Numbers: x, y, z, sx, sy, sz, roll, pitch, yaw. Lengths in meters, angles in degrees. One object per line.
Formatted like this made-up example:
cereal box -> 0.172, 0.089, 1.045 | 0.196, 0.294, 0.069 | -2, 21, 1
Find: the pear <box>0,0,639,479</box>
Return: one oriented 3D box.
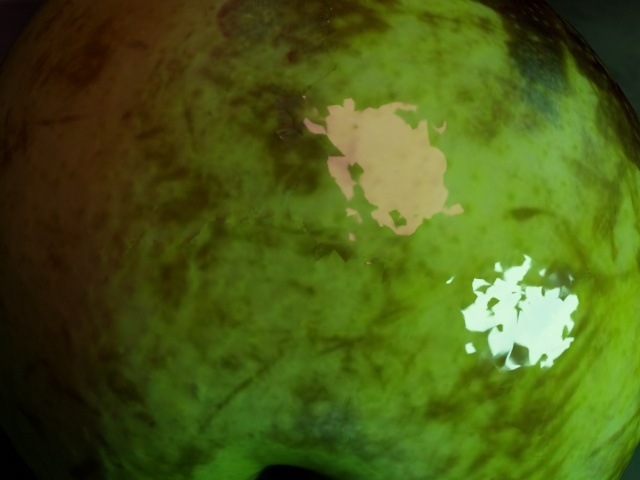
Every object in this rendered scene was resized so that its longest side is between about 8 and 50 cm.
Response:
pear -> 0.000, 0.000, 0.724 | 0.283, 0.283, 0.284 | 12, 54, -17
